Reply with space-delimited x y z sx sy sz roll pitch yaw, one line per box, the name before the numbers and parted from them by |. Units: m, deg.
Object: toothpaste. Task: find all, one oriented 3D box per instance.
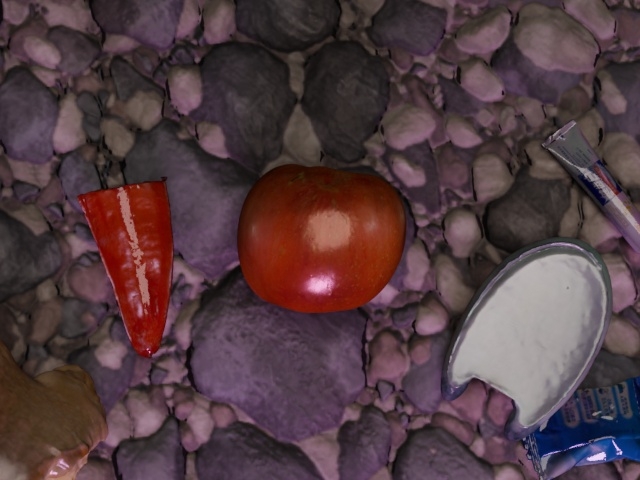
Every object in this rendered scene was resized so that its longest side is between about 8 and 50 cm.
toothpaste | 0.295 -0.047 1.599 0.045 0.028 0.170 -37 85 -7

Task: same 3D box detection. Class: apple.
apple | 0.000 0.000 1.477 0.163 0.163 0.139 9 88 -8

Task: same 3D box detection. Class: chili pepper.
chili pepper | -0.176 0.030 1.492 0.088 0.065 0.169 -9 85 -10

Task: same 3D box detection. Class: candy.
candy | 0.265 0.187 1.545 0.136 0.038 0.088 -10 78 -2

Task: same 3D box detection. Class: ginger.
ginger | -0.311 0.148 1.416 0.221 0.130 0.276 -15 81 -23

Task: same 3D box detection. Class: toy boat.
toy boat | 0.209 0.091 1.544 0.134 0.079 0.208 30 85 10
